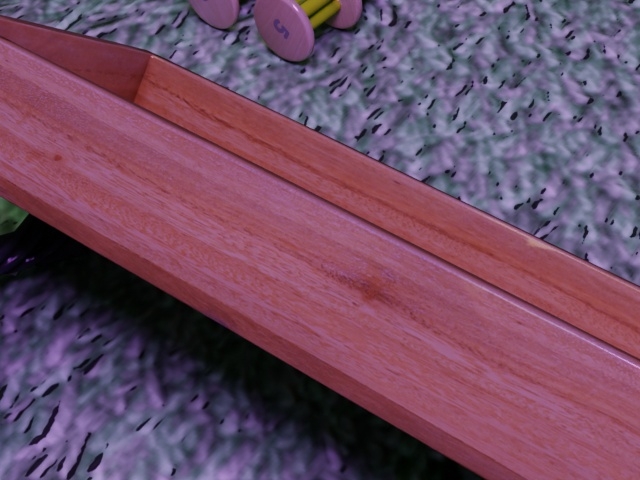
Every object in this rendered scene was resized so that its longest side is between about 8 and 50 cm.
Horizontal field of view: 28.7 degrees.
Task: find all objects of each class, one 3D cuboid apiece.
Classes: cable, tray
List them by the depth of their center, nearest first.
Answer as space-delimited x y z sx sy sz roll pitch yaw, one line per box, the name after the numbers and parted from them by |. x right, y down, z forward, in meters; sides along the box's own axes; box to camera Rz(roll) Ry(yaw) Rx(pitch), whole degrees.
0.000 0.000 0.606 0.411 0.076 0.203 27 12 25 | tray
-0.221 -0.035 0.772 0.150 0.047 0.184 -29 53 -16 | cable

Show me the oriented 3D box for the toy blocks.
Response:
-0.006 -0.199 0.899 0.123 0.054 0.148 28 54 29 | toy blocks
